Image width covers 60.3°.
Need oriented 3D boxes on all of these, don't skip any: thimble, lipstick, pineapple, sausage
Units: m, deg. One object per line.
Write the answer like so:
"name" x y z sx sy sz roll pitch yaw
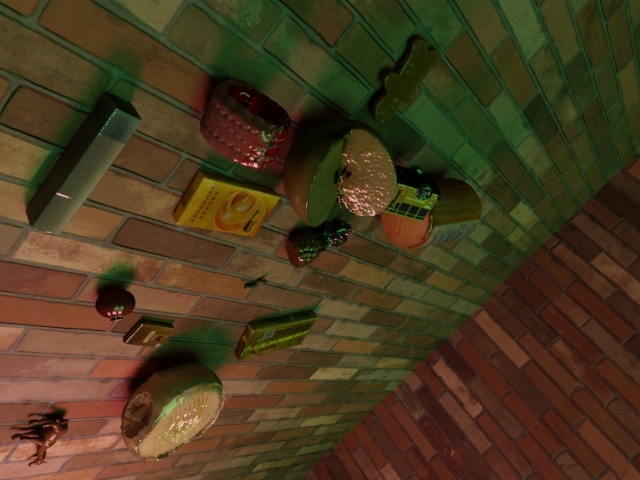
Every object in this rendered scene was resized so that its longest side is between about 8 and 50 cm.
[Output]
"thimble" -0.165 -0.258 1.218 0.125 0.189 0.163 -56 169 30
"lipstick" -0.489 -0.152 1.129 0.317 0.066 0.068 -48 147 14
"pineapple" 0.000 0.000 1.789 0.237 0.119 0.111 -25 101 -29
"sausage" 0.393 -0.097 1.942 0.286 0.233 0.233 -10 138 -38

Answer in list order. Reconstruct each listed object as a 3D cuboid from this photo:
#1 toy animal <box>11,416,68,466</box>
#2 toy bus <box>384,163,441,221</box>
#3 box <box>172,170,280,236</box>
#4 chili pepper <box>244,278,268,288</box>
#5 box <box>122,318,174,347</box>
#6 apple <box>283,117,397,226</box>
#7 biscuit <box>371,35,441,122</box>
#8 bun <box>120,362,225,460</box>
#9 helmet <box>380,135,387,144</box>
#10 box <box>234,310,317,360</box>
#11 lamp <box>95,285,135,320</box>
"toy animal" -0.871 0.632 1.721 0.224 0.066 0.230 -36 153 -5
"toy bus" 0.220 -0.160 1.696 0.261 0.128 0.150 14 128 -19
"box" -0.245 -0.092 1.471 0.269 0.043 0.152 11 124 -51
"chili pepper" -0.214 0.144 1.820 0.083 0.022 0.027 -17 143 -25
"box" -0.523 0.285 1.680 0.090 0.023 0.133 -46 148 13
"apple" 0.041 -0.191 1.464 0.294 0.233 0.258 -16 129 -16
"biscuit" 0.223 -0.439 1.524 0.165 0.036 0.250 14 117 -52
"bun" -0.510 0.553 1.861 0.364 0.202 0.365 -32 148 -24
"helmet" 0.161 -0.289 1.635 0.083 0.049 0.065 16 154 -20
"box" -0.169 0.362 2.116 0.311 0.043 0.173 -6 135 -42
"lamp" -0.541 0.167 1.454 0.101 0.090 0.101 -6 175 -1
